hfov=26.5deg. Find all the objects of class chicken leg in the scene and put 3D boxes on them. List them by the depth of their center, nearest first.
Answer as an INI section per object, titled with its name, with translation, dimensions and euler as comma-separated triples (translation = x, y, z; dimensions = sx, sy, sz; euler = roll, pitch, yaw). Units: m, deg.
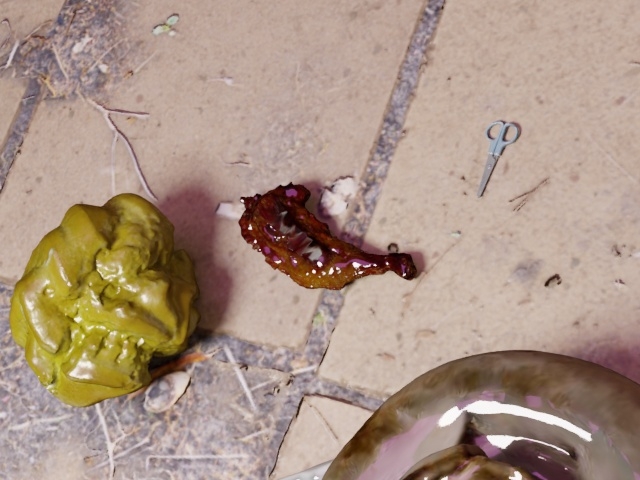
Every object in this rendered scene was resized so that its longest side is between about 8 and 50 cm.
[chicken leg]
translation = -0.005, 0.004, 1.374
dimensions = 0.219, 0.048, 0.089
euler = 33, 90, 35

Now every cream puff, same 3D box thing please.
[cream puff]
translation = -0.212, 0.066, 1.390
dimensions = 0.195, 0.195, 0.221
euler = 30, 90, 34

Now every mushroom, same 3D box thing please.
[mushroom]
translation = 0.141, 0.253, 1.038
dimensions = 0.362, 0.294, 0.362
euler = -12, 62, 23

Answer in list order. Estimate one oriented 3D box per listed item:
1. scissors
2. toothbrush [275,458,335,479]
[scissors]
translation = 0.169, -0.080, 1.342
dimensions = 0.036, 0.006, 0.083
euler = 15, 77, 34
[toothbrush]
translation = -0.135, 0.288, 1.325
dimensions = 0.418, 0.042, 0.040
euler = -23, 91, 17
